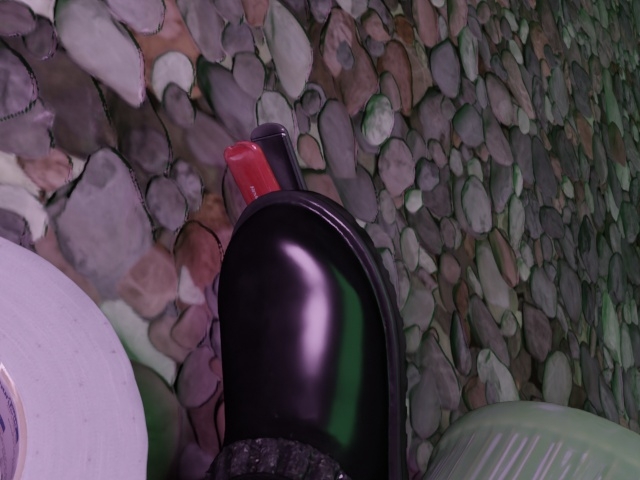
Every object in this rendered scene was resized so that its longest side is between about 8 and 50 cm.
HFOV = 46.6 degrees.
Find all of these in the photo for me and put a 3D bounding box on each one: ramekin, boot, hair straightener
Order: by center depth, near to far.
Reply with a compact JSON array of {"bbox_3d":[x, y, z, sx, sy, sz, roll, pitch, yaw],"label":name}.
[{"bbox_3d":[-0.034,0.137,0.457,0.260,0.131,0.348,-6,84,-66],"label":"boot"},{"bbox_3d":[0.188,0.298,0.605,0.148,0.303,0.304,-36,108,-41],"label":"ramekin"},{"bbox_3d":[0.000,0.000,0.652,0.089,0.047,0.230,-48,117,-46],"label":"hair straightener"}]

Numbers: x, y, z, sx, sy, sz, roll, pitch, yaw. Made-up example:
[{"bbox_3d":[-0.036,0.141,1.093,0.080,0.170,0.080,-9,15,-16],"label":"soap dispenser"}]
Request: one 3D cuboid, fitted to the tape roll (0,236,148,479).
[{"bbox_3d":[-0.187,0.096,0.306,0.219,0.072,0.219,16,53,-22],"label":"tape roll"}]
